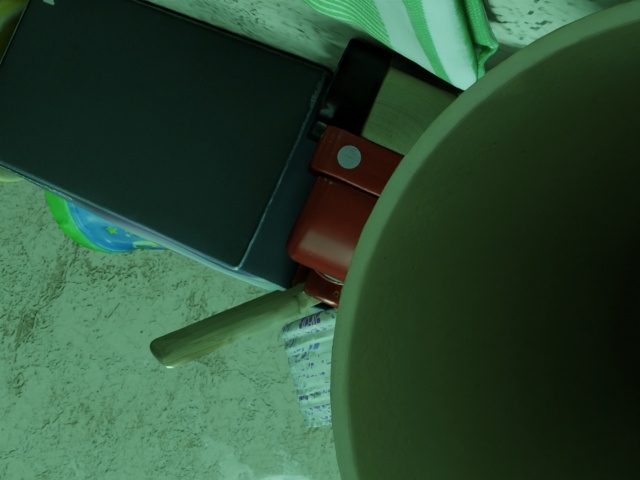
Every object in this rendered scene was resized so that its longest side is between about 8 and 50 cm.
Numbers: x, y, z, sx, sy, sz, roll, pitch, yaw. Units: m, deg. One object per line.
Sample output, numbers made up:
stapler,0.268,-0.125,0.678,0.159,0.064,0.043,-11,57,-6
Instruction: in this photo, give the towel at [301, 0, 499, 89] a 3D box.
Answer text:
towel,-0.082,-0.160,0.578,0.325,0.038,0.248,24,179,14

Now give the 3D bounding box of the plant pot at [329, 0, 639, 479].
plant pot,0.171,0.047,0.519,0.256,0.256,0.274,24,-169,19

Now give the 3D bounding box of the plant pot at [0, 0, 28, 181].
plant pot,-0.365,-0.159,1.216,0.239,0.254,0.254,17,176,25

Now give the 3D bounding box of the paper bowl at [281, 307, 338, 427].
paper bowl,0.119,0.102,1.069,0.284,0.148,0.284,-13,175,-1

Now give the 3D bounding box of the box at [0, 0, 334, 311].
box,-0.098,-0.075,1.176,0.296,0.182,0.294,23,177,25

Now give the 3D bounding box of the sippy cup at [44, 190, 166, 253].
sippy cup,-0.168,-0.085,1.551,0.224,0.240,0.305,10,-150,35

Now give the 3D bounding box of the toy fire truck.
toy fire truck,0.000,0.000,0.894,0.158,0.246,0.217,24,179,-3
